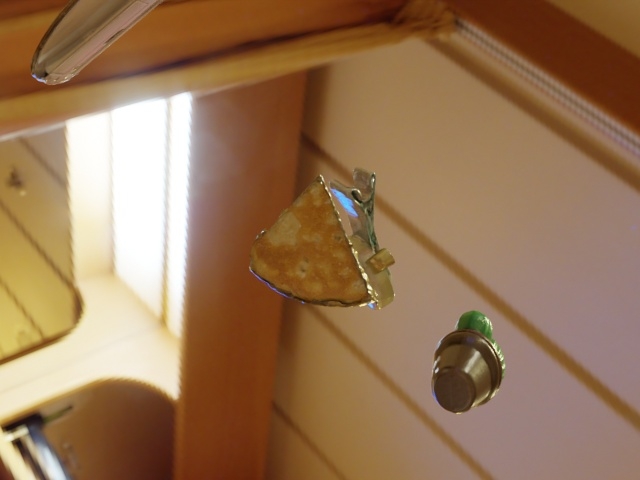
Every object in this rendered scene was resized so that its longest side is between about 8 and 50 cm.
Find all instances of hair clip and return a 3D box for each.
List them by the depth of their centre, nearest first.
[{"bbox_3d":[0.067,0.010,1.718,0.159,0.071,0.219,37,-33,53],"label":"hair clip"}]

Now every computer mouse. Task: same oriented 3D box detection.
[{"bbox_3d":[-0.239,-0.271,1.393,0.056,0.245,0.126,51,11,0],"label":"computer mouse"}]

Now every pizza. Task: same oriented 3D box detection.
[{"bbox_3d":[0.000,0.000,0.993,0.123,0.026,0.109,16,-76,23],"label":"pizza"}]

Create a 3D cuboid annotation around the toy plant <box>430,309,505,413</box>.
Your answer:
[{"bbox_3d":[0.223,0.179,1.802,0.105,0.200,0.143,0,-70,21],"label":"toy plant"}]
